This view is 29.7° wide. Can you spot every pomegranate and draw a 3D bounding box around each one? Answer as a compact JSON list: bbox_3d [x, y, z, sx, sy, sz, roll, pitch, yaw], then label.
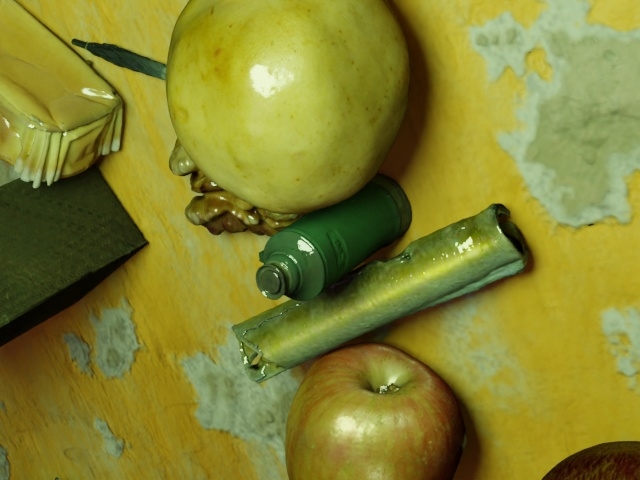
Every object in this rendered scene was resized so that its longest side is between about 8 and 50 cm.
[{"bbox_3d":[-0.029,-0.141,1.071,0.233,0.233,0.233,17,121,31],"label":"pomegranate"}]

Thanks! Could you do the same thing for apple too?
[{"bbox_3d":[0.047,0.204,1.208,0.199,0.199,0.199,17,121,31],"label":"apple"}]

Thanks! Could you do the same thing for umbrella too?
[{"bbox_3d":[-0.177,-0.176,1.285,0.269,0.044,0.044,18,94,33],"label":"umbrella"}]

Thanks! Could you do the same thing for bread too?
[{"bbox_3d":[-0.341,-0.169,1.351,0.241,0.136,0.107,39,133,17],"label":"bread"}]

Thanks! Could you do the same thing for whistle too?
[{"bbox_3d":[0.047,0.055,1.161,0.326,0.057,0.067,-26,71,28],"label":"whistle"}]

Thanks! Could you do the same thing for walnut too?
[{"bbox_3d":[-0.089,-0.064,1.252,0.170,0.069,0.142,-13,102,38],"label":"walnut"}]

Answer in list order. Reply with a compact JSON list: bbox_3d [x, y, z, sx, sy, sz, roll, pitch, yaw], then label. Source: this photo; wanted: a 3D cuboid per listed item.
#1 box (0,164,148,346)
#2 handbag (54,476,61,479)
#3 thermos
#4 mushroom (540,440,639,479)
[{"bbox_3d":[-0.361,0.031,1.372,0.184,0.273,0.143,-35,88,43],"label":"box"},{"bbox_3d":[-0.417,0.455,1.657,0.127,0.229,0.207,-13,99,61],"label":"handbag"},{"bbox_3d":[0.003,-0.001,1.126,0.083,0.188,0.073,34,128,18],"label":"thermos"},{"bbox_3d":[0.294,0.288,1.065,0.253,0.153,0.253,18,124,29],"label":"mushroom"}]
